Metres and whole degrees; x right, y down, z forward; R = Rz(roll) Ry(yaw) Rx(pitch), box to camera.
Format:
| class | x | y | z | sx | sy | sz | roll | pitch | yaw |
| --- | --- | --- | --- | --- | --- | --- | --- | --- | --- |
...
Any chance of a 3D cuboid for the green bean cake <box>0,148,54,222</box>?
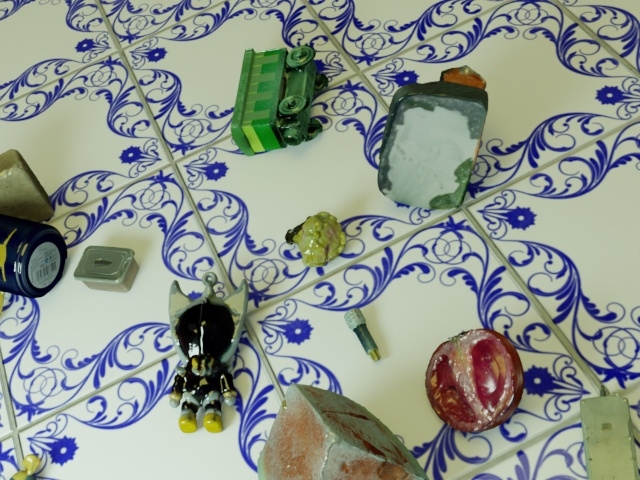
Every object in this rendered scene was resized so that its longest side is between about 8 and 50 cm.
| class | x | y | z | sx | sy | sz | roll | pitch | yaw |
| --- | --- | --- | --- | --- | --- | --- | --- | --- | --- |
| green bean cake | -0.702 | -0.112 | 1.935 | 0.109 | 0.179 | 0.085 | -24 | 51 | -7 |

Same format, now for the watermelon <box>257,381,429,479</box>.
| class | x | y | z | sx | sy | sz | roll | pitch | yaw |
| --- | --- | --- | --- | --- | --- | --- | --- | --- | --- |
| watermelon | 0.004 | 0.364 | 1.368 | 0.262 | 0.201 | 0.213 | -34 | 44 | -6 |

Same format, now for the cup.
| class | x | y | z | sx | sy | sz | roll | pitch | yaw |
| --- | --- | --- | --- | --- | --- | --- | --- | --- | --- |
| cup | -0.703 | 0.064 | 1.848 | 0.256 | 0.255 | 0.178 | 12 | 21 | 20 |

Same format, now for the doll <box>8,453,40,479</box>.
| class | x | y | z | sx | sy | sz | roll | pitch | yaw |
| --- | --- | --- | --- | --- | --- | --- | --- | --- | --- |
| doll | -0.577 | 0.470 | 1.526 | 0.089 | 0.102 | 0.179 | 31 | 59 | -11 |

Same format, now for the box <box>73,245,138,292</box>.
| class | x | y | z | sx | sy | sz | roll | pitch | yaw |
| --- | --- | --- | --- | --- | --- | --- | --- | --- | --- |
| box | -0.455 | 0.064 | 1.807 | 0.122 | 0.062 | 0.089 | 5 | 55 | 18 |

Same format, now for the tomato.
| class | x | y | z | sx | sy | sz | roll | pitch | yaw |
| --- | --- | --- | --- | --- | --- | --- | --- | --- | --- |
| tomato | 0.281 | 0.243 | 1.452 | 0.189 | 0.099 | 0.173 | -33 | 57 | 42 |

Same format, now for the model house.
| class | x | y | z | sx | sy | sz | roll | pitch | yaw |
| --- | --- | --- | --- | --- | --- | --- | --- | --- | --- |
| model house | 0.234 | -0.252 | 1.747 | 0.190 | 0.271 | 0.301 | 10 | 40 | 5 |

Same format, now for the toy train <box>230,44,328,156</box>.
| class | x | y | z | sx | sy | sz | roll | pitch | yaw |
| --- | --- | --- | --- | --- | --- | --- | --- | --- | --- |
| toy train | -0.096 | -0.333 | 1.971 | 0.202 | 0.120 | 0.300 | -6 | 53 | 15 |

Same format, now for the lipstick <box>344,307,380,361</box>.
| class | x | y | z | sx | sy | sz | roll | pitch | yaw |
| --- | --- | --- | --- | --- | --- | --- | --- | --- | --- |
| lipstick | 0.084 | 0.182 | 1.589 | 0.037 | 0.037 | 0.116 | -27 | 57 | -5 |

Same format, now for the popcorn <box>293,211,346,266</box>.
| class | x | y | z | sx | sy | sz | roll | pitch | yaw |
| --- | --- | --- | --- | --- | --- | --- | --- | --- | --- |
| popcorn | 0.000 | 0.001 | 1.716 | 0.097 | 0.089 | 0.109 | 18 | 74 | -20 |

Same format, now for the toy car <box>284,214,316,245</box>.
| class | x | y | z | sx | sy | sz | roll | pitch | yaw |
| --- | --- | --- | --- | --- | --- | --- | --- | --- | --- |
| toy car | -0.034 | -0.018 | 1.774 | 0.093 | 0.025 | 0.041 | -34 | 51 | -15 |

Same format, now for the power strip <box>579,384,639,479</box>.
| class | x | y | z | sx | sy | sz | roll | pitch | yaw |
| --- | --- | --- | --- | --- | --- | --- | --- | --- | --- |
| power strip | 0.468 | 0.339 | 1.364 | 0.080 | 0.029 | 0.227 | -5 | 54 | 15 |

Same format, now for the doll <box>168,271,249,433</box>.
| class | x | y | z | sx | sy | sz | roll | pitch | yaw |
| --- | --- | --- | --- | --- | --- | --- | --- | --- | --- |
| doll | -0.214 | 0.206 | 1.608 | 0.146 | 0.103 | 0.316 | -14 | 58 | 25 |
